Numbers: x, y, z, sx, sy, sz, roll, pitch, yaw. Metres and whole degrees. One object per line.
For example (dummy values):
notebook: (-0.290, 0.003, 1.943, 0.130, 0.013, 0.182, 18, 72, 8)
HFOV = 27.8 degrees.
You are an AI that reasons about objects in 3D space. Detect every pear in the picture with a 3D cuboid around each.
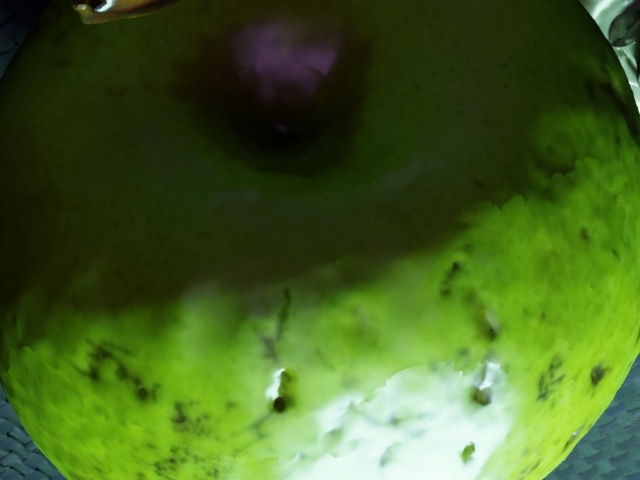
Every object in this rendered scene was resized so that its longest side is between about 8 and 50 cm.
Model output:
pear: (0.000, 0.000, 0.710, 0.391, 0.391, 0.391, -1, 132, -1)

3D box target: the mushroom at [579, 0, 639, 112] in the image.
mushroom: (0.208, -0.136, 0.746, 0.166, 0.127, 0.166, -5, 138, -4)

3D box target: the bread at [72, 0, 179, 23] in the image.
bread: (-0.020, -0.291, 0.492, 0.324, 0.143, 0.333, -37, 139, -26)
